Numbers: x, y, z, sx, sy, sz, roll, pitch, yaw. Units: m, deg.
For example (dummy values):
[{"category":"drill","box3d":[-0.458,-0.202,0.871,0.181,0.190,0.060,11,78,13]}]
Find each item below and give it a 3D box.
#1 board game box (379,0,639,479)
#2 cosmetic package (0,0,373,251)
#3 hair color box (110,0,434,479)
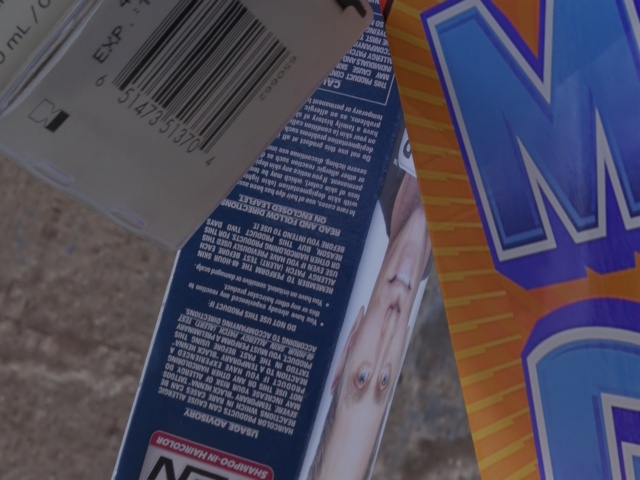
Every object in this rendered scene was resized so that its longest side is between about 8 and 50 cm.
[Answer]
[{"category":"board game box","box3d":[0.281,-0.030,0.518,0.356,0.356,0.356,-3,-78,56]},{"category":"cosmetic package","box3d":[-0.139,-0.146,0.586,0.296,0.129,0.153,41,3,25]},{"category":"hair color box","box3d":[0.000,0.000,0.859,0.105,0.347,0.174,16,-1,17]}]
